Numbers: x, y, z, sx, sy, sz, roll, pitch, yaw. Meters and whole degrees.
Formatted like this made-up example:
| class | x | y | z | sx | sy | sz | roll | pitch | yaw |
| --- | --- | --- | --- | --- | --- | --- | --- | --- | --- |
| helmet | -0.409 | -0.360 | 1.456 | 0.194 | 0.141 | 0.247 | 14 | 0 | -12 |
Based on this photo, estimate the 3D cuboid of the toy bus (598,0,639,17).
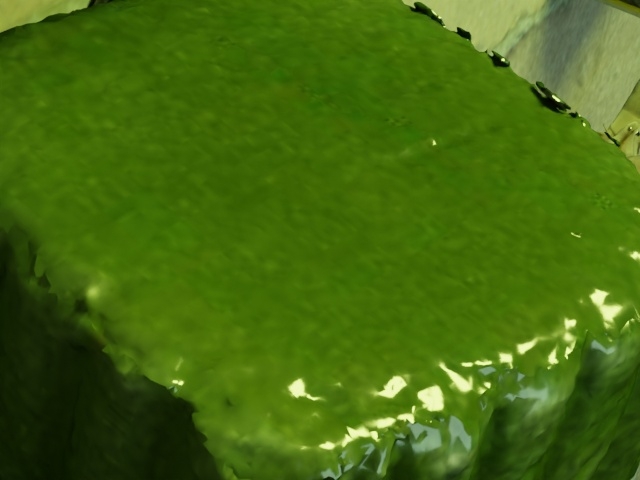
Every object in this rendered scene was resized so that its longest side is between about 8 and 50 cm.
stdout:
| class | x | y | z | sx | sy | sz | roll | pitch | yaw |
| --- | --- | --- | --- | --- | --- | --- | --- | --- | --- |
| toy bus | 0.241 | -0.251 | 1.072 | 0.226 | 0.081 | 0.074 | -60 | 159 | -13 |

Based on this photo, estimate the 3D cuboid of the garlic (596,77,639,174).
| class | x | y | z | sx | sy | sz | roll | pitch | yaw |
| --- | --- | --- | --- | --- | --- | --- | --- | --- | --- |
| garlic | 0.197 | -0.033 | 1.127 | 0.194 | 0.131 | 0.127 | -50 | 180 | -24 |

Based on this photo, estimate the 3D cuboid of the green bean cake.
| class | x | y | z | sx | sy | sz | roll | pitch | yaw |
| --- | --- | --- | --- | --- | --- | --- | --- | --- | --- |
| green bean cake | -0.017 | 0.023 | 0.616 | 0.250 | 0.247 | 0.156 | -25 | 143 | -39 |

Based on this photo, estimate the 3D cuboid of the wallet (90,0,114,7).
| class | x | y | z | sx | sy | sz | roll | pitch | yaw |
| --- | --- | --- | --- | --- | --- | --- | --- | --- | --- |
| wallet | -0.063 | -0.062 | 0.743 | 0.082 | 0.018 | 0.156 | -62 | 153 | 4 |
